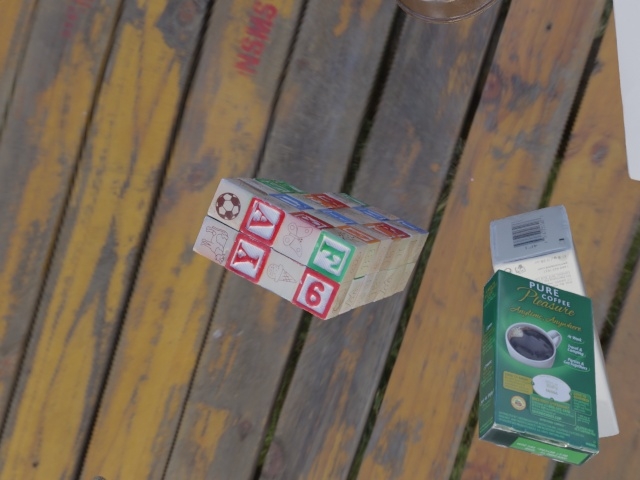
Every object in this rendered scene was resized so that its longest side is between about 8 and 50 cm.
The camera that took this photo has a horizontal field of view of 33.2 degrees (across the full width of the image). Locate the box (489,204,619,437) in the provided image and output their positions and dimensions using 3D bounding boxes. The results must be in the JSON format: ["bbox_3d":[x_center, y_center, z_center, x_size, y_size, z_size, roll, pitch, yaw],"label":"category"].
[{"bbox_3d":[0.281,0.104,1.284,0.094,0.113,0.275,-13,116,14],"label":"box"}]

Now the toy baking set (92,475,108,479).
[{"bbox_3d":[-0.210,0.349,1.082,0.197,0.030,0.256,4,113,-27],"label":"toy baking set"}]

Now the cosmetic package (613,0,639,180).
[{"bbox_3d":[0.297,-0.137,0.596,0.225,0.138,0.224,20,137,42],"label":"cosmetic package"}]

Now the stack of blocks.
[{"bbox_3d":[0.000,0.000,1.263,0.171,0.297,0.087,27,102,18],"label":"stack of blocks"}]

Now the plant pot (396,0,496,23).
[{"bbox_3d":[0.146,-0.383,1.331,0.167,0.165,0.167,-6,69,17],"label":"plant pot"}]

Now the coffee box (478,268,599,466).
[{"bbox_3d":[0.216,0.124,1.065,0.113,0.040,0.184,16,51,-11],"label":"coffee box"}]
